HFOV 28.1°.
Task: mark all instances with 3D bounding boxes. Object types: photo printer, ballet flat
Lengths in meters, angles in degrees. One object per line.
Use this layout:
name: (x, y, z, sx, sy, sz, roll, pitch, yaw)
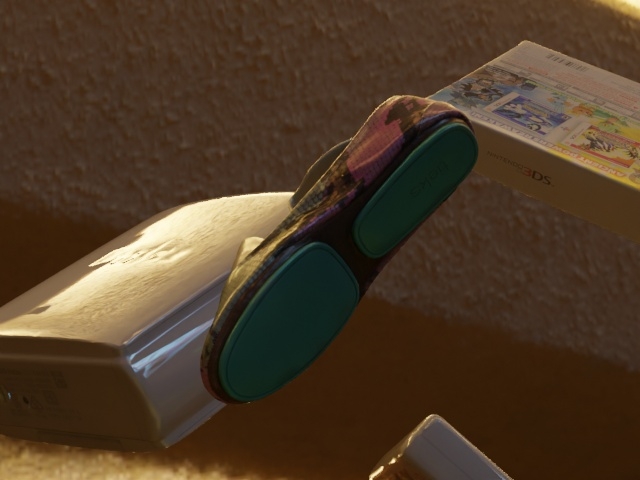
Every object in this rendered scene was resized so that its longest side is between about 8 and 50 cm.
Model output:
photo printer: (-0.116, 0.052, 1.070, 0.256, 0.307, 0.107, -3, -66, 44)
ballet flat: (0.000, 0.000, 0.738, 0.221, 0.079, 0.077, -48, -48, -15)

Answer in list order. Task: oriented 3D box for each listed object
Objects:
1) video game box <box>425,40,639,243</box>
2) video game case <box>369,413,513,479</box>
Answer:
video game box: (0.206, -0.083, 1.006, 0.187, 0.205, 0.048, -31, -40, -50)
video game case: (0.093, 0.139, 0.500, 0.022, 0.173, 0.190, -48, -8, -10)
